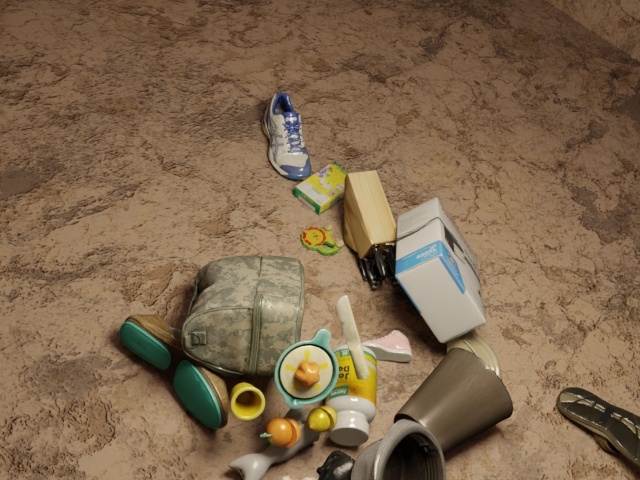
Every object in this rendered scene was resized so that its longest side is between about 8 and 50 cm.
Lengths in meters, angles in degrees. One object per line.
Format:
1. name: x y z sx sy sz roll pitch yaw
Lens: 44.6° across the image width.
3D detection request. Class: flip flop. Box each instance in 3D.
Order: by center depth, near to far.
1. flip flop: 0.690 0.455 1.868 0.277 0.080 0.112 30 51 32

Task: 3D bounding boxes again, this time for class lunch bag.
1. lunch bag: -0.172 0.160 1.754 0.256 0.212 0.305 7 22 -3

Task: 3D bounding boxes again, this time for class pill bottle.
1. pill bottle: 0.068 0.348 1.756 0.118 0.117 0.208 11 48 -6

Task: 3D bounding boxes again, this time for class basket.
1. basket: 0.290 0.384 1.769 0.227 0.154 0.204 -32 69 -31

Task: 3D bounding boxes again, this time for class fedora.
1. fedora: 0.142 0.493 1.577 0.243 0.124 0.275 60 41 -19

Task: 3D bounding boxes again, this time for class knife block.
1. knife block: 0.149 -0.022 2.033 0.088 0.275 0.242 -9 23 -23

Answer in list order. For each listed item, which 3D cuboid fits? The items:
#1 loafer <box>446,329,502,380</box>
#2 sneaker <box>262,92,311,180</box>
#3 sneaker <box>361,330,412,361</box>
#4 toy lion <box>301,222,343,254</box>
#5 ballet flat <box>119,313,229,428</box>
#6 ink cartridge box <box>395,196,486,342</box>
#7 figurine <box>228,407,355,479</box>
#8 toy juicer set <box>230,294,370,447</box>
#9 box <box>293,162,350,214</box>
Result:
1. loafer: 0.359 0.276 1.919 0.092 0.101 0.268 -18 41 -9
2. sneaker: -0.100 -0.309 2.287 0.112 0.131 0.296 -8 53 -24
3. sneaker: 0.158 0.253 1.912 0.135 0.051 0.070 11 46 -10
4. toy lion: 0.000 0.000 2.109 0.096 0.034 0.100 -21 58 -22
5. ballet flat: -0.299 0.275 1.744 0.342 0.116 0.124 36 30 21
6. ink cartridge box: 0.294 0.066 1.934 0.223 0.129 0.307 53 21 -20
7. figurine: -0.057 0.484 1.627 0.209 0.092 0.215 -32 63 -31
8. toy juicer set: -0.007 0.294 1.597 0.329 0.089 0.209 -39 106 -8
9. box: 0.020 -0.154 2.242 0.105 0.043 0.179 39 53 20
